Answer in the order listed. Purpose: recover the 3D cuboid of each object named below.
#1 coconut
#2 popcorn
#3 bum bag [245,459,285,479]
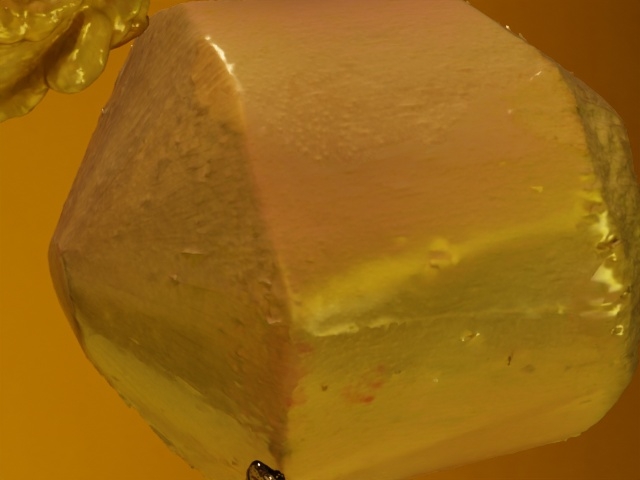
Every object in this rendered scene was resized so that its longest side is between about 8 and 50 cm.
[{"bbox_3d":[0.000,0.000,1.109,0.297,0.310,0.297,174,-90,-74],"label":"coconut"},{"bbox_3d":[-0.079,-0.062,0.445,0.082,0.057,0.083,-27,-146,0],"label":"popcorn"},{"bbox_3d":[0.008,0.170,0.941,0.198,0.049,0.087,21,-76,62],"label":"bum bag"}]
